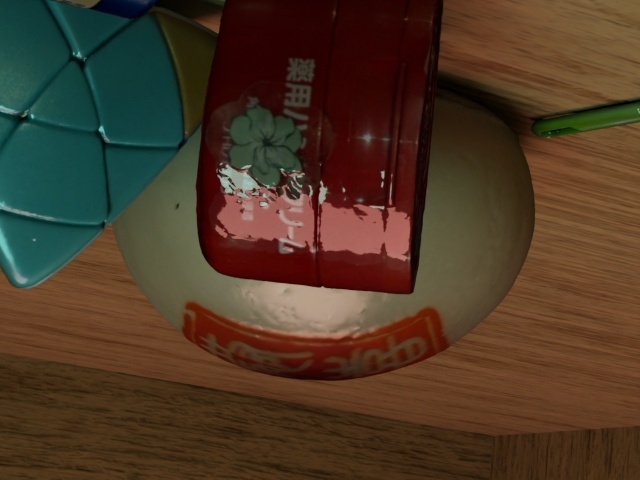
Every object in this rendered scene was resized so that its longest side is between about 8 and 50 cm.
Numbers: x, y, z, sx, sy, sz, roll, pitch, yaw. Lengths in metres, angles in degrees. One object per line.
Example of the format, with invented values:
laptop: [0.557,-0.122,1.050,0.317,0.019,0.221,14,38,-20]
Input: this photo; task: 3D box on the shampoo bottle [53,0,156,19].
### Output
shampoo bottle: [-0.198,-0.192,1.189,0.183,0.050,0.087,11,169,-25]

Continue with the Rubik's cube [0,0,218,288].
Rubik's cube: [-0.174,-0.082,1.307,0.254,0.254,0.254,6,168,1]

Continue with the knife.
knife: [0.249,-0.106,1.458,0.054,0.015,0.212,16,164,-39]

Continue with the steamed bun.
steamed bun: [0.000,0.000,1.555,0.374,0.241,0.374,2,168,0]

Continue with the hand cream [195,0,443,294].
hand cream: [0.004,-0.077,1.227,0.149,0.230,0.230,7,168,7]
